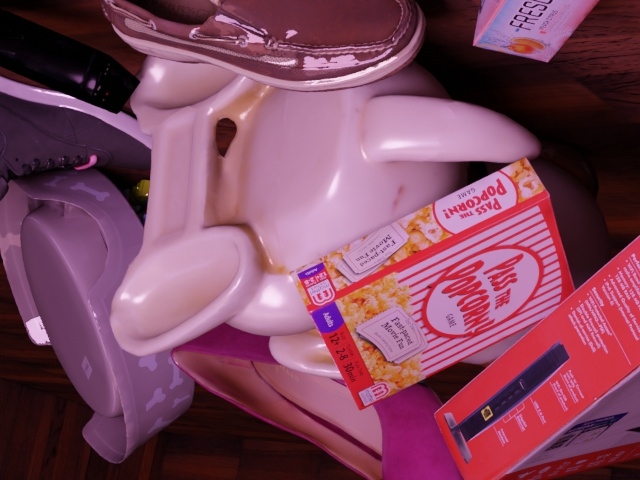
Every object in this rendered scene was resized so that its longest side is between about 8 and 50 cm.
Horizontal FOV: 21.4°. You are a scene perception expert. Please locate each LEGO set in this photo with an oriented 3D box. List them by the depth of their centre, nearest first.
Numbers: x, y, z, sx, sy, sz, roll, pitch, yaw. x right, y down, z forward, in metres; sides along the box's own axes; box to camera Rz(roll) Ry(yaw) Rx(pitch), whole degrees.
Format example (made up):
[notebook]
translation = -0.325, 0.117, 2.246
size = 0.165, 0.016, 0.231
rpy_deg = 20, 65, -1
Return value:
[LEGO set]
translation = -0.172, -0.021, 1.938
size = 0.093, 0.087, 0.227
rpy_deg = 15, 166, -17

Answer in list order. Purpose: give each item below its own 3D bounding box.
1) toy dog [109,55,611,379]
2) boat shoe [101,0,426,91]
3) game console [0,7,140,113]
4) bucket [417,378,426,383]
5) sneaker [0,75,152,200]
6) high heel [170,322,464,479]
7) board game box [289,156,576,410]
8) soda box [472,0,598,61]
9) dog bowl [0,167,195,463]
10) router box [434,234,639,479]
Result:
[toy dog]
translation = 0.080, -0.027, 1.456
size = 0.395, 0.285, 0.408
rpy_deg = -27, 146, 36
[boat shoe]
translation = -0.053, -0.171, 1.250
size = 0.257, 0.095, 0.095
rpy_deg = 5, 159, 22
[game console]
translation = -0.270, -0.175, 1.290
size = 0.213, 0.044, 0.361
rpy_deg = 23, 178, 8
[bucket]
translation = 0.010, 0.090, 2.014
size = 0.281, 0.183, 0.281
rpy_deg = 8, 170, 2
[sneaker]
translation = -0.297, -0.077, 1.685
size = 0.295, 0.147, 0.104
rpy_deg = 16, 163, -24
[high heel]
translation = 0.000, 0.177, 1.570
size = 0.181, 0.127, 0.377
rpy_deg = -12, -154, -19
[board game box]
translation = 0.089, 0.035, 1.276
size = 0.193, 0.045, 0.147
rpy_deg = -27, 142, 0
[soda box]
translation = 0.152, -0.179, 1.118
size = 0.058, 0.063, 0.183
rpy_deg = 13, 165, -6
[dog bowl]
translation = -0.256, 0.074, 1.929
size = 0.102, 0.349, 0.349
rpy_deg = -23, 178, -21
[router box]
translation = 0.307, 0.084, 1.398
size = 0.335, 0.082, 0.301
rpy_deg = -5, 150, -41
